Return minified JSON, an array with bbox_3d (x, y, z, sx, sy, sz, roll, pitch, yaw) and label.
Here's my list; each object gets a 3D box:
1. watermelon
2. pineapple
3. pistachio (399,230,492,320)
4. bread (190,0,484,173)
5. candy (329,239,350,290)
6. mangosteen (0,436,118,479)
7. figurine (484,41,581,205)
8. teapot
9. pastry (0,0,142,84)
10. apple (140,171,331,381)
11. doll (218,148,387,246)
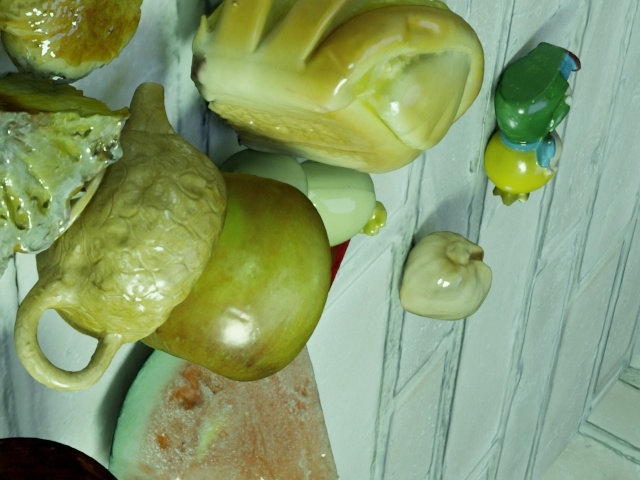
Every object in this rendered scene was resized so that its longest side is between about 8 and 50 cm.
[{"bbox_3d":[-0.100,0.193,1.881,0.283,0.292,0.250,-41,129,-31],"label":"watermelon"},{"bbox_3d":[-0.272,-0.062,1.384,0.236,0.114,0.186,-52,145,-29],"label":"pineapple"},{"bbox_3d":[0.183,0.057,2.500,0.145,0.117,0.200,-21,162,2],"label":"pistachio"},{"bbox_3d":[0.028,-0.197,1.699,0.316,0.270,0.211,41,62,-70],"label":"bread"},{"bbox_3d":[0.001,0.000,2.109,0.086,0.059,0.292,-15,130,-62],"label":"candy"},{"bbox_3d":[-0.283,0.334,1.560,0.311,0.311,0.311,-47,153,-33],"label":"mangosteen"},{"bbox_3d":[0.325,-0.175,2.540,0.185,0.127,0.234,-56,148,-33],"label":"figurine"},{"bbox_3d":[-0.202,-0.010,1.536,0.203,0.167,0.311,-17,-137,56],"label":"teapot"},{"bbox_3d":[-0.210,-0.206,1.396,0.153,0.081,0.153,-44,154,-29],"label":"pastry"},{"bbox_3d":[-0.093,0.034,1.733,0.207,0.237,0.237,-67,158,-8],"label":"apple"},{"bbox_3d":[-0.031,-0.045,1.905,0.296,0.141,0.117,-1,85,-60],"label":"doll"}]
